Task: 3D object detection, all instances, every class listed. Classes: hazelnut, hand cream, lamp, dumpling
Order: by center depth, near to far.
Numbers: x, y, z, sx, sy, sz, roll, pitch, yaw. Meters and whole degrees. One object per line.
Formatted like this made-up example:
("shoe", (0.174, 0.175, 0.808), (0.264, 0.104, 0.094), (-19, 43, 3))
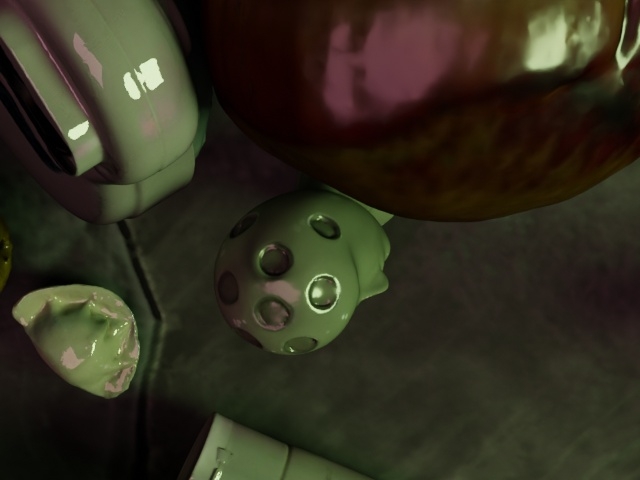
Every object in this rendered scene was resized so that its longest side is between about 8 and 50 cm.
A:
("hazelnut", (0.063, -0.118, 0.641), (0.229, 0.229, 0.229), (6, 116, 12))
("lamp", (-0.112, -0.096, 0.696), (0.108, 0.246, 0.179), (-38, 107, -13))
("dumpling", (-0.138, 0.055, 0.858), (0.077, 0.043, 0.059), (46, 101, 9))
("hand cream", (0.064, 0.194, 0.869), (0.312, 0.070, 0.111), (27, 117, -8))

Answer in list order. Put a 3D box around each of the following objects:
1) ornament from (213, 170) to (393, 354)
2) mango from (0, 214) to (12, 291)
("ornament", (0.000, 0.000, 0.729), (0.081, 0.156, 0.075), (23, 119, 4))
("mango", (-0.281, 0.044, 0.826), (0.248, 0.151, 0.156), (-20, 74, 25))
